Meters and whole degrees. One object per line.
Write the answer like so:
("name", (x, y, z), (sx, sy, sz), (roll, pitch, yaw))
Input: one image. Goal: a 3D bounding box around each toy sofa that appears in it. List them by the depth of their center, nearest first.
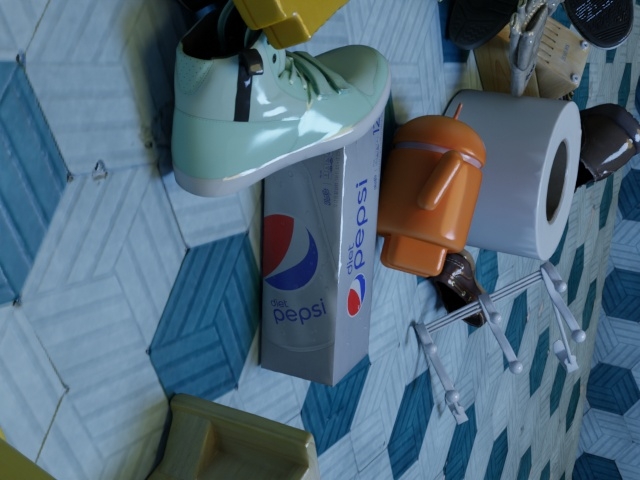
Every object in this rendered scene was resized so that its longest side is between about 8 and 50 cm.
("toy sofa", (-0.135, 0.317, 0.758), (0.362, 0.150, 0.177), (-51, 142, -44))

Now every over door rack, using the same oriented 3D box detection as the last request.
("over door rack", (0.304, 0.190, 1.504), (0.324, 0.239, 0.108), (62, 3, -52))

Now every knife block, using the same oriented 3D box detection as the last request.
("knife block", (0.309, -0.277, 1.520), (0.275, 0.242, 0.088), (28, 67, -17))

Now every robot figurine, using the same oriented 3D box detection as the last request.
("robot figurine", (0.140, -0.065, 1.184), (0.158, 0.128, 0.219), (24, 78, -57))

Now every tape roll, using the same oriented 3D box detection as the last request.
("tape roll", (0.286, -0.103, 1.422), (0.246, 0.169, 0.246), (-36, 132, -55))

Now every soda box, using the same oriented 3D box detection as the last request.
("soda box", (0.000, 0.000, 0.966), (0.098, 0.091, 0.286), (-32, 129, -58))

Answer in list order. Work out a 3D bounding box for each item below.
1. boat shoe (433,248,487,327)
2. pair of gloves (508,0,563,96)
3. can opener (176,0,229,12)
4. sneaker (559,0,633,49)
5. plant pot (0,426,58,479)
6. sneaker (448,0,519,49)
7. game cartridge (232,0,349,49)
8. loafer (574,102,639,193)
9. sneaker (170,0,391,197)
("boat shoe", (0.224, 0.090, 1.494), (0.073, 0.073, 0.207), (-64, 144, -24))
("pair of gloves", (0.315, -0.345, 1.301), (0.240, 0.042, 0.204), (-64, 166, -11))
("can opener", (-0.075, -0.216, 0.779), (0.059, 0.073, 0.186), (67, 14, 19))
("sneaker", (0.427, -0.422, 1.544), (0.178, 0.124, 0.295), (36, 32, -70))
("plant pot", (-0.210, 0.190, 0.446), (0.254, 0.239, 0.254), (-34, 130, -55))
("sneaker", (0.266, -0.367, 1.340), (0.227, 0.087, 0.130), (-63, 163, 0))
("game cartridge", (-0.020, -0.344, 0.733), (0.324, 0.052, 0.285), (-52, 124, -40))
("loafer", (0.425, -0.149, 1.634), (0.130, 0.134, 0.366), (-42, -178, -11))
("sneaker", (-0.020, -0.151, 0.793), (0.256, 0.094, 0.151), (-35, 144, -36))
